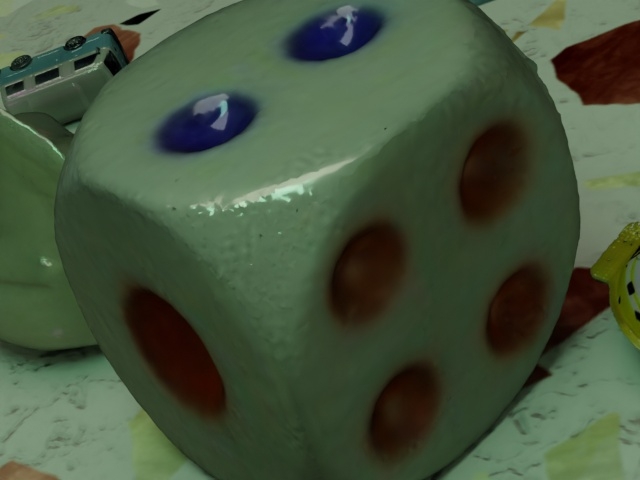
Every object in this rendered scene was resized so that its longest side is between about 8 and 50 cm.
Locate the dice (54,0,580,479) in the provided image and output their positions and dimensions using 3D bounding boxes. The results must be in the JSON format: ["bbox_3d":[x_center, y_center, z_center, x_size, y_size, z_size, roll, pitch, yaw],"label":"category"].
[{"bbox_3d":[0.000,0.000,0.926,0.251,0.259,0.243,-39,41,-27],"label":"dice"}]

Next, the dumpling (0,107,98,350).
[{"bbox_3d":[-0.213,-0.029,1.097,0.243,0.227,0.175,-4,45,18],"label":"dumpling"}]

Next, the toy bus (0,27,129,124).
[{"bbox_3d":[-0.247,-0.150,1.428,0.123,0.060,0.075,-20,39,4],"label":"toy bus"}]

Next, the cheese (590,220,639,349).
[{"bbox_3d":[0.284,0.043,0.889,0.250,0.064,0.156,25,54,31],"label":"cheese"}]
